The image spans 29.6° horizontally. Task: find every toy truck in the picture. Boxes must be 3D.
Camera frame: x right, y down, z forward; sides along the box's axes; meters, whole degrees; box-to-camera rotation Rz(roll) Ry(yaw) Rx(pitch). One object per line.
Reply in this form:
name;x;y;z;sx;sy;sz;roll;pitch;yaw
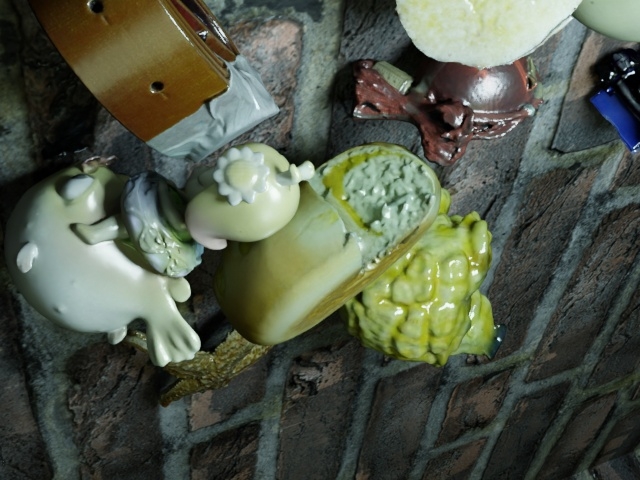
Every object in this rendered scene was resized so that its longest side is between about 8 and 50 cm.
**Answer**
toy truck;0.528;-0.234;1.825;0.213;0.161;0.177;-38;168;17

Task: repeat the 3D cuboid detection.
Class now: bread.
bread;0.000;0.000;1.585;0.333;0.160;0.333;-36;169;-8

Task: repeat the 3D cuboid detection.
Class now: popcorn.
popcorn;0.150;0.050;1.854;0.293;0.237;0.293;-41;142;-43

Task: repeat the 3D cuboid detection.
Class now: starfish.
starfish;-0.171;0.183;1.949;0.375;0.094;0.327;-38;150;27

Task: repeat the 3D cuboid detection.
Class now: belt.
belt;-0.166;-0.201;1.239;0.122;0.217;0.338;-32;158;8

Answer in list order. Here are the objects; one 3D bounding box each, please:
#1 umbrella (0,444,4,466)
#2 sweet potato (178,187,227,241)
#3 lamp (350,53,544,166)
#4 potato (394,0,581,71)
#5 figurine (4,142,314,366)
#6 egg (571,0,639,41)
umbrella;-0.528;0.320;1.954;0.022;0.022;0.149;-14;138;-13
sweet potato;-0.143;-0.027;1.655;0.285;0.085;0.112;-4;156;-34
lamp;0.173;-0.208;1.570;0.223;0.215;0.151;-25;137;-45
potato;0.200;-0.350;1.376;0.239;0.116;0.299;7;124;-4
figurine;-0.177;0.004;1.446;0.394;0.275;0.226;-22;180;20
egg;0.408;-0.355;1.460;0.269;0.219;0.219;-19;149;-7
